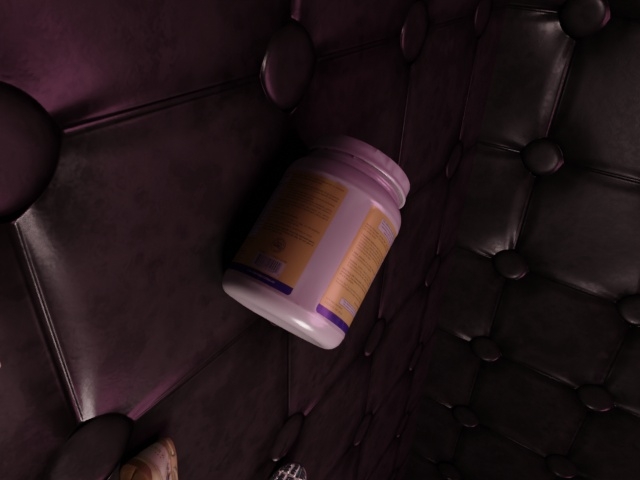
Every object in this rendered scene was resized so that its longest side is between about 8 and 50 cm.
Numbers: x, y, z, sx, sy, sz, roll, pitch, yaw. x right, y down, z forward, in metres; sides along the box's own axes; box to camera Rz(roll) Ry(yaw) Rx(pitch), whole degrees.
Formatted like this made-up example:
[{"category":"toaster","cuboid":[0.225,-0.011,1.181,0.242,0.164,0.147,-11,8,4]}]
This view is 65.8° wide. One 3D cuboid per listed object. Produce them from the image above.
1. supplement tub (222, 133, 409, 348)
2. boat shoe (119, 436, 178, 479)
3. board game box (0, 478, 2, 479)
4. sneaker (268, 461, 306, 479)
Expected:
[{"category":"supplement tub","cuboid":[0.000,0.000,0.900,0.332,0.240,0.241,-60,151,-14]},{"category":"boat shoe","cuboid":[-0.286,0.491,0.885,0.089,0.104,0.286,-35,134,-58]},{"category":"board game box","cuboid":[-0.377,0.317,0.436,0.097,0.224,0.304,-5,122,-57]},{"category":"sneaker","cuboid":[-0.117,0.743,1.403,0.110,0.106,0.276,-22,136,-79]}]
